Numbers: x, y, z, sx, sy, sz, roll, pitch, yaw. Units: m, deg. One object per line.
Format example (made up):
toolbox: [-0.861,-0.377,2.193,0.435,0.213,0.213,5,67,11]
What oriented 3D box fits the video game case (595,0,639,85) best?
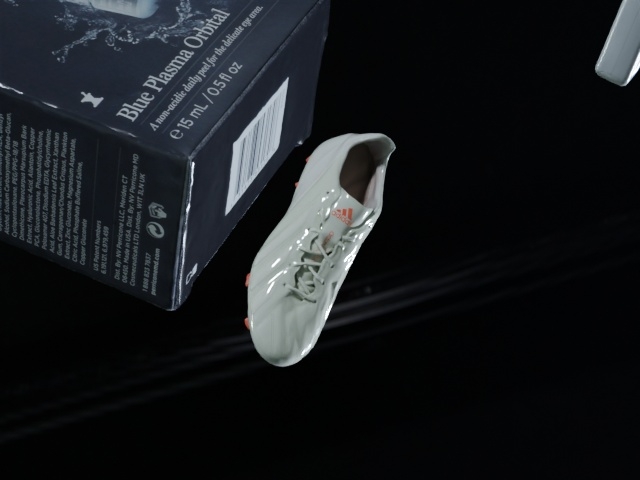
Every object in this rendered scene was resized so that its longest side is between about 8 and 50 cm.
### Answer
video game case: [0.226,-0.213,0.855,0.023,0.193,0.212,27,-52,12]

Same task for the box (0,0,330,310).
box: [-0.099,-0.071,0.712,0.158,0.156,0.093,21,-48,12]

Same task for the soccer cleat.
soccer cleat: [0.000,0.000,1.117,0.068,0.196,0.076,35,-32,-27]
